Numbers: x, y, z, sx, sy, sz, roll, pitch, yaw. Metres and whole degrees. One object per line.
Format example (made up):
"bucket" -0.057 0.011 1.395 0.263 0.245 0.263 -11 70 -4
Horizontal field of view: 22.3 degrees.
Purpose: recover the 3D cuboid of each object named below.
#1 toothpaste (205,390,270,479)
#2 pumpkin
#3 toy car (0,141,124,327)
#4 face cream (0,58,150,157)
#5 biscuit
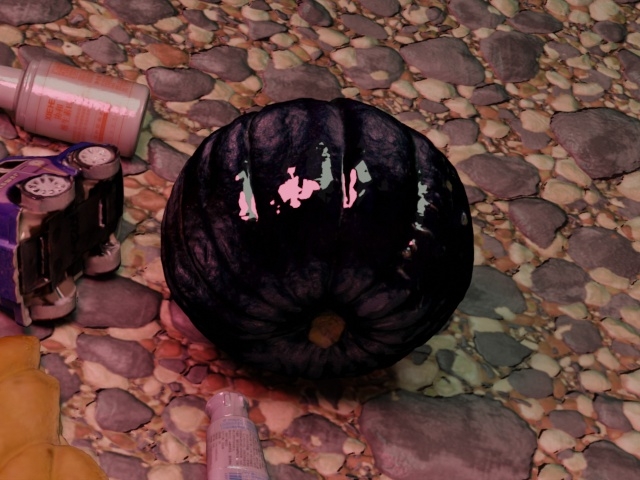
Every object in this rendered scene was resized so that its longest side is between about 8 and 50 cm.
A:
"toothpaste" -0.089 0.259 1.764 0.089 0.057 0.234 8 34 -16
"pumpkin" 0.000 0.000 1.870 0.363 0.363 0.266 9 56 -11
"toy car" -0.335 -0.026 1.933 0.158 0.172 0.235 18 34 22
"face cream" -0.356 -0.186 2.137 0.252 0.101 0.101 14 41 -5
"biscuit" -0.322 0.222 1.749 0.154 0.045 0.299 -14 50 -30
